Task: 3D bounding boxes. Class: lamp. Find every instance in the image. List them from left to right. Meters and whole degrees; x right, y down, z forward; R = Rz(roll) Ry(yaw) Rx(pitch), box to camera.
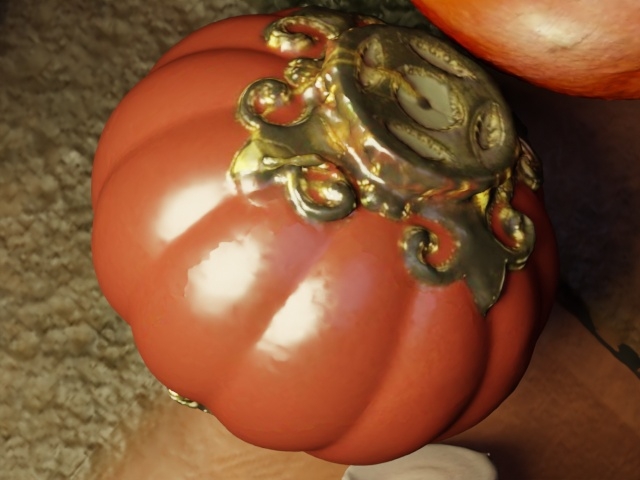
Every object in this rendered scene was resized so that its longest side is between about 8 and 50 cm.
[{"bbox_3d":[0.000,0.000,0.734,0.226,0.227,0.227,-1,92,-17],"label":"lamp"}]

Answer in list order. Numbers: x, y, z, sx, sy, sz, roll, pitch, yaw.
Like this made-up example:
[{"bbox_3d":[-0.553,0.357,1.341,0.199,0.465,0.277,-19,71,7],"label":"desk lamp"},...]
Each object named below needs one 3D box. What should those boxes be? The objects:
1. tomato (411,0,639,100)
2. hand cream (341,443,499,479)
[{"bbox_3d":[0.125,-0.198,0.770,0.289,0.176,0.335,44,46,7],"label":"tomato"},{"bbox_3d":[0.066,0.234,0.832,0.133,0.083,0.248,-8,105,-16],"label":"hand cream"}]
